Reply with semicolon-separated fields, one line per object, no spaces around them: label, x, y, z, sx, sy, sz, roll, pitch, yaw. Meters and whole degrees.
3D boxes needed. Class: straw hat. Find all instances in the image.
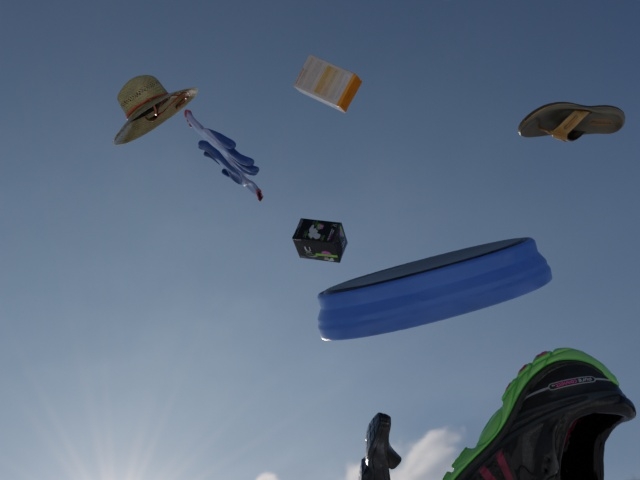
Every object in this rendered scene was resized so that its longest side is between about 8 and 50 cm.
straw hat;-0.251;-0.201;1.142;0.144;0.061;0.144;-34;2;1

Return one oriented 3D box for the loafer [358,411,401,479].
loafer;0.102;0.348;1.303;0.061;0.062;0.170;7;-56;-1

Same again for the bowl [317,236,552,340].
bowl;0.178;0.075;1.324;0.391;0.077;0.391;-16;0;0

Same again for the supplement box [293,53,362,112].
supplement box;0.012;-0.264;1.348;0.062;0.098;0.036;-61;-23;1

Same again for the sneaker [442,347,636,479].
sneaker;0.326;0.404;1.270;0.185;0.202;0.483;23;-83;-37

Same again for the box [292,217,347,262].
box;0.000;0.000;1.484;0.083;0.052;0.062;7;-37;23

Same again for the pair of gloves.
pair of gloves;-0.158;-0.142;1.359;0.023;0.159;0.198;-46;-17;-11

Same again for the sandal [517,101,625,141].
sandal;0.424;-0.192;1.343;0.180;0.049;0.072;0;-36;-1
